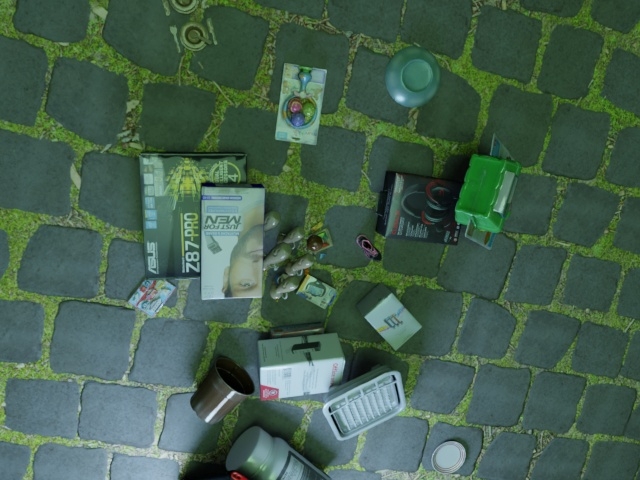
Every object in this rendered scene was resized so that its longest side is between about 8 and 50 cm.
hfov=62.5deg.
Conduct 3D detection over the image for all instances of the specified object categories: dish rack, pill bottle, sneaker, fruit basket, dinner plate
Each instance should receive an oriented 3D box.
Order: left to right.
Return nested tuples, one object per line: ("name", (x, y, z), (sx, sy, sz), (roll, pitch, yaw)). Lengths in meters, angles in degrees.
("pill bottle", (-0.138, 0.817, 1.827), (0.204, 0.204, 0.361), (-45, 106, 1))
("dish rack", (0.150, 0.556, 1.837), (0.286, 0.072, 0.332), (-25, 136, -7))
("sneaker", (0.171, 0.032, 1.798), (0.047, 0.057, 0.119), (-45, 108, -1))
("dinner plate", (0.497, 0.842, 2.056), (0.141, 0.017, 0.141), (-2, 102, -10))
("fruit basket", (0.571, -0.140, 1.716), (0.353, 0.166, 0.326), (17, 91, -53))

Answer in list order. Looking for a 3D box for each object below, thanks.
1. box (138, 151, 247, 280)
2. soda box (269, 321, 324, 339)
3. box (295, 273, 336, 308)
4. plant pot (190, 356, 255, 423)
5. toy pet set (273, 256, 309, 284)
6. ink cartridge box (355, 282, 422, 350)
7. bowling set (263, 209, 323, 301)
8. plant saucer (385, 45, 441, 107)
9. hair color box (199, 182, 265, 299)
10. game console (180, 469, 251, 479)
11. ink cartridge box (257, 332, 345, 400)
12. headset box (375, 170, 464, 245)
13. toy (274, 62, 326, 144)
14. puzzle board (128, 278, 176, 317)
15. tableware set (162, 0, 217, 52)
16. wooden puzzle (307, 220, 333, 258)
("box", (-0.386, -0.079, 1.642), (0.319, 0.097, 0.394), (0, 102, -11))
("soda box", (-0.080, 0.325, 1.806), (0.183, 0.063, 0.058), (-4, 103, -10))
("box", (-0.009, 0.176, 1.808), (0.136, 0.028, 0.081), (29, 95, -14))
("plant pot", (-0.334, 0.505, 1.753), (0.167, 0.167, 0.165), (39, 101, -16))
("toy pet set", (-0.108, 0.112, 1.770), (0.122, 0.065, 0.114), (17, 63, -17))
("ink cartridge box", (0.233, 0.259, 1.821), (0.127, 0.128, 0.176), (-41, 105, 0))
("bowling set", (-0.099, 0.049, 1.698), (0.200, 0.154, 0.286), (0, 68, -42))
("plant saucer", (0.308, -0.533, 1.716), (0.195, 0.037, 0.194), (-2, 102, -10))
("hair color box", (-0.266, 0.000, 1.583), (0.185, 0.110, 0.338), (-1, 104, -14))
("game console", (-0.264, 0.884, 1.773), (0.342, 0.060, 0.387), (45, 134, -13))
("ink cartridge box", (-0.069, 0.421, 1.764), (0.273, 0.114, 0.196), (-3, 133, -10))
("headset box", (0.325, -0.110, 1.770), (0.294, 0.110, 0.217), (7, 101, -13))
("toy", (-0.060, -0.426, 1.655), (0.137, 0.056, 0.237), (6, 101, -11))
("puzzle board", (-0.545, 0.176, 1.709), (0.096, 0.011, 0.128), (37, 93, -16))
("tableware set", (-0.385, -0.658, 1.549), (0.129, 0.039, 0.194), (-16, 104, -8))
("wooden puzzle", (0.000, 0.000, 1.779), (0.079, 0.014, 0.116), (-28, 106, -4))
